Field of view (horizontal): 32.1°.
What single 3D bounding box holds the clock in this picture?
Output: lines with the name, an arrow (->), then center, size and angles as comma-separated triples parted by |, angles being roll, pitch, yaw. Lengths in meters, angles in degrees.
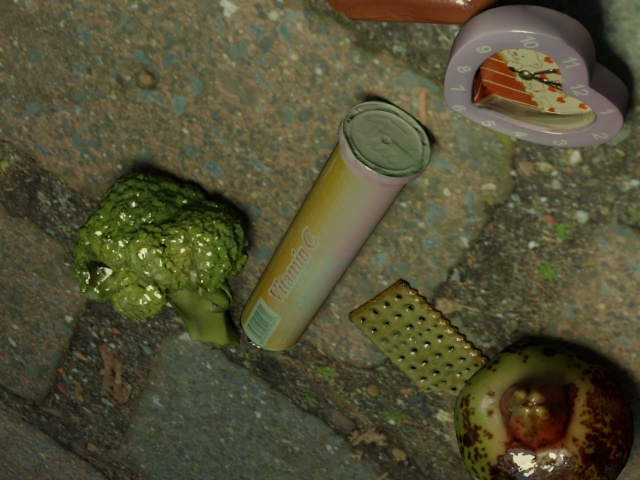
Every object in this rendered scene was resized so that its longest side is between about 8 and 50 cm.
clock -> 0.202, -0.164, 1.093 | 0.172, 0.064, 0.198 | -3, 149, 40

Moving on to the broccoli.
broccoli -> -0.233, 0.052, 1.528 | 0.254, 0.186, 0.302 | 19, 131, 6

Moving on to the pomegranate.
pomegranate -> 0.260, 0.213, 1.308 | 0.214, 0.214, 0.248 | 18, 163, 20

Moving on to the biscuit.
biscuit -> 0.139, 0.145, 1.487 | 0.203, 0.016, 0.144 | 45, 139, -9

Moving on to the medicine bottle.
medicine bottle -> 0.000, 0.000, 1.383 | 0.108, 0.108, 0.426 | 35, 141, 2

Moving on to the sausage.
sausage -> 0.090, -0.253, 1.101 | 0.194, 0.077, 0.077 | 8, 132, 31
